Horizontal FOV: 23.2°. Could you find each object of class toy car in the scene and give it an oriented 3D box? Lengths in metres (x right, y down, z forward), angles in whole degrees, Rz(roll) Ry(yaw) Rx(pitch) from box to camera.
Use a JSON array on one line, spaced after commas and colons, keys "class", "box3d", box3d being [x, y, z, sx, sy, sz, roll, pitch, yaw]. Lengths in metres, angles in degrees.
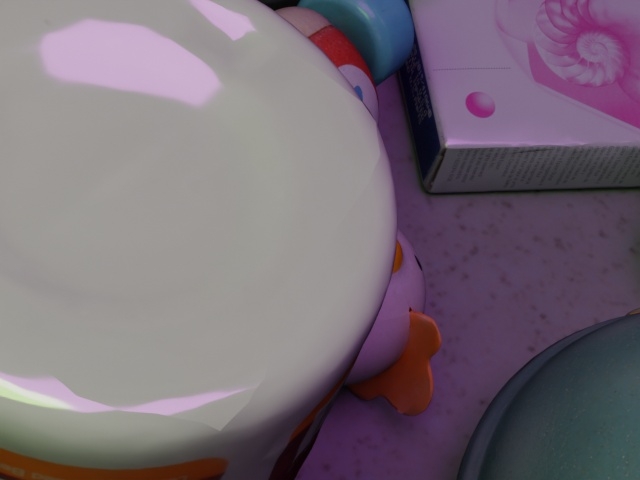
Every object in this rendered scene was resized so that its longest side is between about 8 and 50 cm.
[{"class": "toy car", "box3d": [0.000, 0.000, 0.942, 0.238, 0.210, 0.219, 47, 48, 1]}]

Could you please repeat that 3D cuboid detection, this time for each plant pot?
[{"class": "plant pot", "box3d": [0.238, 0.161, 0.853, 0.293, 0.196, 0.293, 3, 73, -11]}]

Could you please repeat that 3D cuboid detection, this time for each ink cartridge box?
[{"class": "ink cartridge box", "box3d": [0.208, -0.190, 1.174, 0.330, 0.071, 0.324, -3, 60, -14]}]

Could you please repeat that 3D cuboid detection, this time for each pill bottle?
[{"class": "pill bottle", "box3d": [-0.116, 0.071, 0.740, 0.224, 0.392, 0.224, 7, 58, -11]}]

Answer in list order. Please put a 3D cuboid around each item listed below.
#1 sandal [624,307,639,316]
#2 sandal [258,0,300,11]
[{"class": "sandal", "box3d": [0.277, 0.069, 1.037, 0.180, 0.072, 0.049, 5, 43, -13]}, {"class": "sandal", "box3d": [-0.122, -0.286, 1.138, 0.167, 0.107, 0.446, -16, 51, -27]}]
